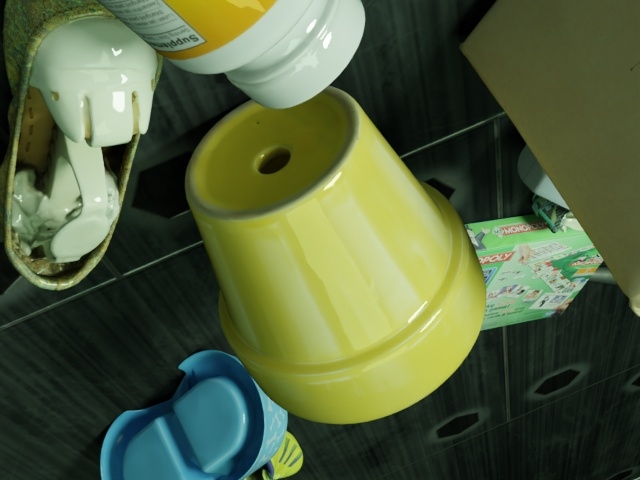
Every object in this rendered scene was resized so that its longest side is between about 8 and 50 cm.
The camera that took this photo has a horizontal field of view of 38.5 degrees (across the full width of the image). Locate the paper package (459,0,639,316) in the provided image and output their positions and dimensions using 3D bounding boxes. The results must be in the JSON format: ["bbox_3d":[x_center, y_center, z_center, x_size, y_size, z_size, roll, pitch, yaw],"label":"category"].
[{"bbox_3d":[0.317,-0.159,0.723,0.168,0.309,0.325,0,142,-40],"label":"paper package"}]

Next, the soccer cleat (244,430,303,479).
[{"bbox_3d":[-0.094,0.320,1.339,0.093,0.121,0.289,-28,148,5],"label":"soccer cleat"}]

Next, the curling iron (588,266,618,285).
[{"bbox_3d":[0.472,0.066,1.418,0.274,0.035,0.068,8,136,-41],"label":"curling iron"}]

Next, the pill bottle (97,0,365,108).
[{"bbox_3d":[-0.080,-0.187,0.546,0.136,0.136,0.245,-35,136,17],"label":"pill bottle"}]

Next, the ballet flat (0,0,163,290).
[{"bbox_3d":[-0.180,-0.086,0.690,0.123,0.123,0.348,-3,142,-30],"label":"ballet flat"}]

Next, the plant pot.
[{"bbox_3d":[0.000,0.000,0.835,0.254,0.254,0.239,-27,133,4],"label":"plant pot"}]

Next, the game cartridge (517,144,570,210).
[{"bbox_3d":[0.354,-0.151,0.979,0.198,0.062,0.297,20,121,-43],"label":"game cartridge"}]

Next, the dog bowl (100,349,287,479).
[{"bbox_3d":[-0.160,0.259,1.179,0.297,0.166,0.074,-41,156,25],"label":"dog bowl"}]

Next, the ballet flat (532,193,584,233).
[{"bbox_3d":[0.354,-0.042,1.156,0.188,0.070,0.070,-11,146,-21],"label":"ballet flat"}]

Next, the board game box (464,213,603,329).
[{"bbox_3d":[0.234,0.050,1.229,0.317,0.046,0.213,-8,144,-24],"label":"board game box"}]
